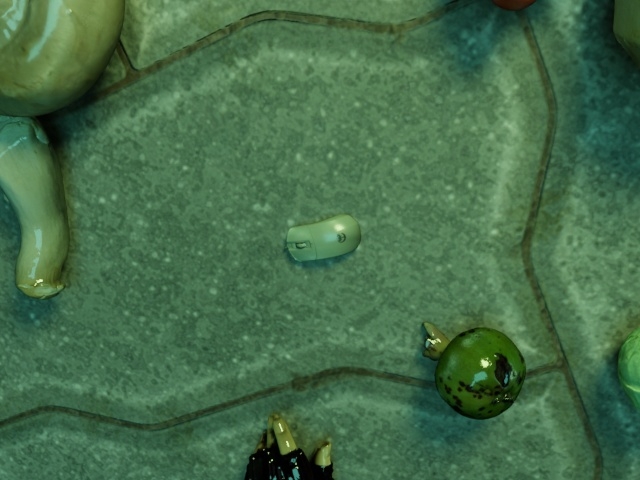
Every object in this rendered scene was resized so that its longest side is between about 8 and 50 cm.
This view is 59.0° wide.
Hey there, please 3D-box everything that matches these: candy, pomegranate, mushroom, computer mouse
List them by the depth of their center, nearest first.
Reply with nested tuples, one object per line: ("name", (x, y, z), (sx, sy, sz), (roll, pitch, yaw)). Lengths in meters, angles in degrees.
("mushroom", (-0.384, -0.283, 0.627), (0.297, 0.290, 0.298), (3, 104, 11))
("candy", (0.509, 0.292, 0.733), (0.119, 0.119, 0.440), (-28, 105, 15))
("pomegranate", (0.194, 0.165, 0.749), (0.161, 0.122, 0.122), (32, 111, 40))
("computer mouse", (0.000, 0.000, 0.769), (0.110, 0.032, 0.056), (-12, 101, 12))
("mushroom", (-0.405, -0.051, 0.794), (0.099, 0.096, 0.278), (0, 108, 11))

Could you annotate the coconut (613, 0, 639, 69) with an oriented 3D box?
("coconut", (0.406, -0.271, 0.540), (0.241, 0.241, 0.241), (2, 104, 9))

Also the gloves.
("gloves", (-0.054, 0.359, 0.834), (0.164, 0.124, 0.204), (-15, 110, -6))

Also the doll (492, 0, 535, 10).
("doll", (0.244, -0.384, 0.580), (0.161, 0.130, 0.290), (30, 92, -13))
